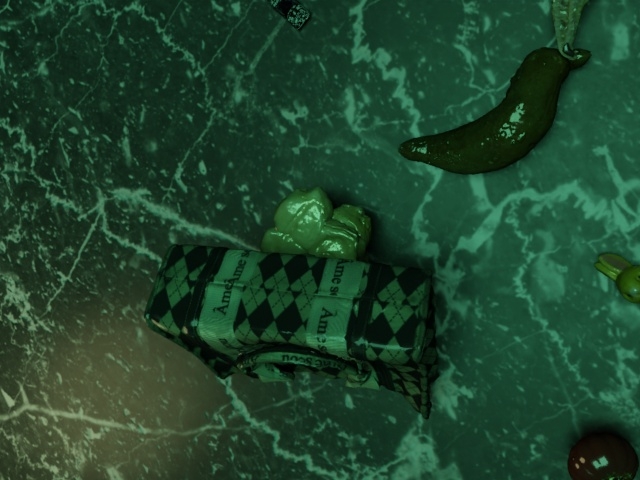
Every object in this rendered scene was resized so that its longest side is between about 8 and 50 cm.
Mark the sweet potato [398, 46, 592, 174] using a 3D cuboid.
[{"bbox_3d":[0.273,-0.178,0.929,0.310,0.098,0.124,-35,60,22],"label":"sweet potato"}]

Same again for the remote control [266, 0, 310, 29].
[{"bbox_3d":[-0.059,-0.412,1.083,0.096,0.014,0.039,46,108,11],"label":"remote control"}]

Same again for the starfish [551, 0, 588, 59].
[{"bbox_3d":[0.373,-0.481,0.847,0.398,0.132,0.384,40,105,6],"label":"starfish"}]

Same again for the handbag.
[{"bbox_3d":[-0.018,0.155,0.966,0.415,0.317,0.180,4,58,20],"label":"handbag"}]

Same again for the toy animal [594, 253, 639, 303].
[{"bbox_3d":[0.469,0.075,0.889,0.159,0.070,0.083,32,106,21],"label":"toy animal"}]

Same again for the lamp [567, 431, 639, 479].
[{"bbox_3d":[0.418,0.331,0.914,0.101,0.090,0.101,-4,124,-6],"label":"lamp"}]

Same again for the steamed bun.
[{"bbox_3d":[0.000,0.000,1.046,0.177,0.106,0.192,13,107,16],"label":"steamed bun"}]
